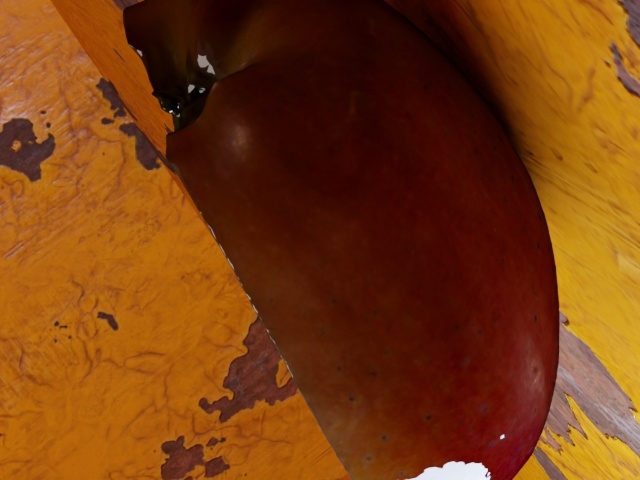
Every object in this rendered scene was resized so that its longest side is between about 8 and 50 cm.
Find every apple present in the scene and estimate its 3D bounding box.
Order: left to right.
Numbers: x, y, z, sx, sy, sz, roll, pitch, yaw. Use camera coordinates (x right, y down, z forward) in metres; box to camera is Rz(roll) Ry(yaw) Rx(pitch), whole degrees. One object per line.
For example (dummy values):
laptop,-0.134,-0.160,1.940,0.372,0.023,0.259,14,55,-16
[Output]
apple,0.000,0.000,1.092,0.329,0.295,0.365,12,145,33
